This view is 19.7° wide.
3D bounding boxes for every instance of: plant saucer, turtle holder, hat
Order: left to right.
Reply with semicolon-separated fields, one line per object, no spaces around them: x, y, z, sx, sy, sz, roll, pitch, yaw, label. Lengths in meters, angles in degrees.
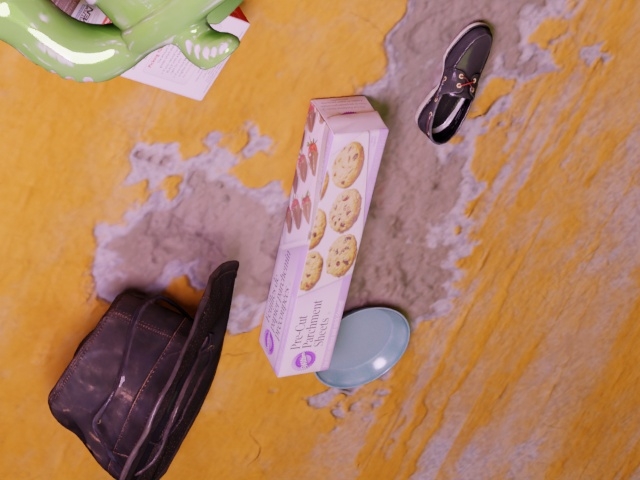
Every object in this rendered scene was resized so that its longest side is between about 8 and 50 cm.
-0.197;0.152;1.846;0.134;0.331;0.331;21;123;3;hat
-0.125;-0.274;1.483;0.320;0.243;0.227;-31;109;35;turtle holder
0.042;0.115;2.054;0.119;0.021;0.119;-15;134;-16;plant saucer

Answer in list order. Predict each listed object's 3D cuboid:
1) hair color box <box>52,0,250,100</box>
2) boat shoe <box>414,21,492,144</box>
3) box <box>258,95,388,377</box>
-0.158;-0.194;1.642;0.167;0.053;0.093;15;121;-39;hair color box
0.141;-0.157;1.855;0.049;0.042;0.133;9;121;-33;boat shoe
0.000;0.000;1.898;0.067;0.063;0.324;-5;130;-24;box
